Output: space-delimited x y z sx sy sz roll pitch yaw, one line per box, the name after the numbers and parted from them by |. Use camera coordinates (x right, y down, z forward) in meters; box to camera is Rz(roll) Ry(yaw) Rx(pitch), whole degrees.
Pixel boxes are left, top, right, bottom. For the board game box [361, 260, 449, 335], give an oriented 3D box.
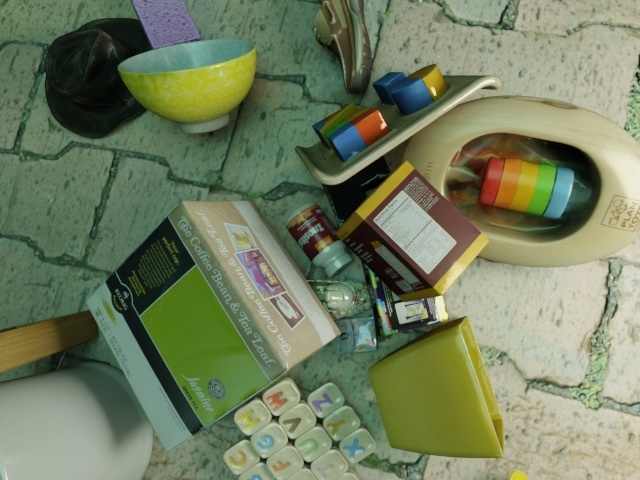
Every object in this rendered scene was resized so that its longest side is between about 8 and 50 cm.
0.170 0.096 0.937 0.141 0.048 0.170 -10 80 -11 | board game box

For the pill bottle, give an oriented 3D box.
0.000 0.000 0.975 0.086 0.086 0.152 -38 78 2 | pill bottle

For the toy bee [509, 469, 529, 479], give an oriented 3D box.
0.433 0.517 0.820 0.298 0.162 0.195 -8 89 33 | toy bee

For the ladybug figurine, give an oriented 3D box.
0.379 -0.111 0.869 0.449 0.162 0.305 17 113 11 | ladybug figurine

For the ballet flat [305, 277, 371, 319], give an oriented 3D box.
-0.005 0.120 0.964 0.241 0.077 0.091 -1 80 8 | ballet flat

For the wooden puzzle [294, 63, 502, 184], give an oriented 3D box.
0.112 -0.246 0.883 0.348 0.322 0.080 -29 111 2 | wooden puzzle

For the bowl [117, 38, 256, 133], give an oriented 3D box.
-0.272 -0.329 1.011 0.289 0.289 0.156 -1 124 9 | bowl

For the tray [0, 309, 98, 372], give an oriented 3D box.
-0.641 0.216 0.876 0.203 0.411 0.076 -13 88 7 | tray

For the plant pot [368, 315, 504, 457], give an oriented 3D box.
0.210 0.275 0.855 0.187 0.212 0.212 -20 79 19 | plant pot

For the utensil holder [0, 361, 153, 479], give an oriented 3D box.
-0.552 0.414 0.851 0.328 0.385 0.327 -1 82 8 | utensil holder

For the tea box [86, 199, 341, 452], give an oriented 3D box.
-0.203 0.146 0.873 0.323 0.220 0.329 -38 78 24 | tea box

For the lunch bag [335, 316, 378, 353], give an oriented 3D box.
0.075 0.197 0.953 0.083 0.053 0.071 -6 75 11 | lunch bag

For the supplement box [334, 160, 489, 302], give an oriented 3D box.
0.152 -0.006 0.831 0.194 0.191 0.129 45 77 2 | supplement box

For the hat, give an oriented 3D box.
-0.550 -0.421 1.097 0.331 0.134 0.331 -1 81 9 | hat

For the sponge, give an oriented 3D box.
-0.385 -0.553 1.121 0.117 0.031 0.210 -22 77 -18 | sponge

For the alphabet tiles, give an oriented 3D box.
-0.043 0.424 0.924 0.278 0.021 0.284 -34 92 3 | alphabet tiles

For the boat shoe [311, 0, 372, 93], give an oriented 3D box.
0.044 -0.469 1.027 0.116 0.123 0.324 -9 74 14 | boat shoe

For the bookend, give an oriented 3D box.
0.091 -0.108 0.983 0.157 0.072 0.156 -23 80 4 | bookend
